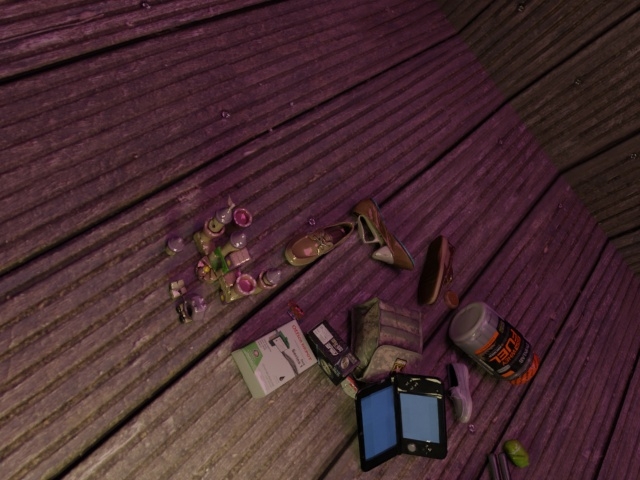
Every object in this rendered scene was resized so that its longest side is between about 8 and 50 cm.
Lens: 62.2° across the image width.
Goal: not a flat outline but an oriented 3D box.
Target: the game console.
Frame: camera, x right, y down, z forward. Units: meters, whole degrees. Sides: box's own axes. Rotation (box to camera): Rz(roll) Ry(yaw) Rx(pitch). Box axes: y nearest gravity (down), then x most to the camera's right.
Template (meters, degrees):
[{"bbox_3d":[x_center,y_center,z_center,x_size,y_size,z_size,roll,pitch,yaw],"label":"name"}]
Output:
[{"bbox_3d":[0.264,0.596,1.707,0.173,0.250,0.294,-30,117,-62],"label":"game console"}]

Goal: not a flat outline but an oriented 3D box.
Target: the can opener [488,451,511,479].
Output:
[{"bbox_3d":[0.685,0.937,1.970,0.093,0.074,0.281,31,47,-63],"label":"can opener"}]

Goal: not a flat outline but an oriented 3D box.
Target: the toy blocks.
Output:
[{"bbox_3d":[-0.287,0.050,1.597,0.308,0.260,0.289,-18,80,-38],"label":"toy blocks"}]

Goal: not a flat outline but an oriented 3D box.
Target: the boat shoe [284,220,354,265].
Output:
[{"bbox_3d":[0.000,0.000,1.918,0.302,0.098,0.109,-23,82,-39],"label":"boat shoe"}]

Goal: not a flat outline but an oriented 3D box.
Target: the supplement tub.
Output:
[{"bbox_3d":[0.697,0.416,2.125,0.338,0.207,0.207,39,52,-13],"label":"supplement tub"}]

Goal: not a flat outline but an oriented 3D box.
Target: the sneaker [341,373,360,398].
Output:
[{"bbox_3d":[0.098,0.463,1.793,0.158,0.061,0.065,52,44,-3],"label":"sneaker"}]

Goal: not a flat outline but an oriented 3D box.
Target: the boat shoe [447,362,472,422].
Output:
[{"bbox_3d":[0.519,0.575,2.021,0.081,0.079,0.228,16,55,-17],"label":"boat shoe"}]

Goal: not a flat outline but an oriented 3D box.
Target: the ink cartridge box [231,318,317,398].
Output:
[{"bbox_3d":[-0.141,0.365,1.654,0.219,0.092,0.160,-25,84,-39],"label":"ink cartridge box"}]

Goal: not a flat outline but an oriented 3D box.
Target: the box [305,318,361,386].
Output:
[{"bbox_3d":[0.032,0.361,1.703,0.077,0.147,0.180,-35,74,-22],"label":"box"}]

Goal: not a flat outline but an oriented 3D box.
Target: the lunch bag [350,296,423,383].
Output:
[{"bbox_3d":[0.233,0.371,1.852,0.235,0.168,0.287,22,58,-32],"label":"lunch bag"}]

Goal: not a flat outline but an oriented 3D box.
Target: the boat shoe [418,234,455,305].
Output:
[{"bbox_3d":[0.498,0.135,2.183,0.123,0.123,0.342,33,47,-15],"label":"boat shoe"}]

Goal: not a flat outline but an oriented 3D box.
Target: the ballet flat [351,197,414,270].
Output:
[{"bbox_3d":[0.231,-0.005,2.083,0.124,0.116,0.343,-30,86,-19],"label":"ballet flat"}]

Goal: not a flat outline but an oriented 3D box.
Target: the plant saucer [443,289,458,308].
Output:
[{"bbox_3d":[0.555,0.246,2.232,0.083,0.015,0.084,14,61,-28],"label":"plant saucer"}]

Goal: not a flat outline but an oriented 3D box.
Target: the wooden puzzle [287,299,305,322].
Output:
[{"bbox_3d":[-0.084,0.245,1.805,0.083,0.006,0.049,49,51,-5],"label":"wooden puzzle"}]

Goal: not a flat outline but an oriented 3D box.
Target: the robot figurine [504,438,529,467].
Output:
[{"bbox_3d":[0.763,0.826,2.065,0.115,0.067,0.101,53,23,-2],"label":"robot figurine"}]
